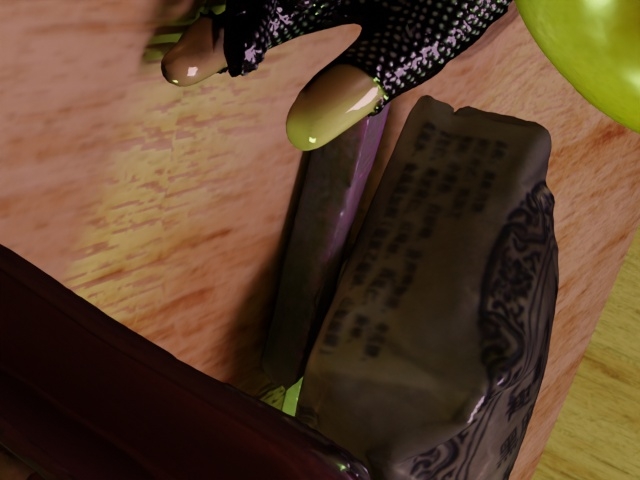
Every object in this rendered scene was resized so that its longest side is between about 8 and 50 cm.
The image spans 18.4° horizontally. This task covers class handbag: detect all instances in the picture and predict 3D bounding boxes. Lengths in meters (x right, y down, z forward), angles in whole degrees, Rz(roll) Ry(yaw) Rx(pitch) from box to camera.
[{"bbox_3d":[-0.068,0.097,0.739,0.074,0.203,0.216,-52,162,-17],"label":"handbag"}]

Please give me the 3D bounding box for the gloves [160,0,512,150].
[{"bbox_3d":[-0.003,-0.122,0.873,0.180,0.106,0.129,-26,147,-22],"label":"gloves"}]

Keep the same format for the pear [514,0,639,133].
[{"bbox_3d":[0.238,-0.236,0.981,0.362,0.362,0.418,95,17,-52],"label":"pear"}]

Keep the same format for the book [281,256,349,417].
[{"bbox_3d":[0.021,0.046,1.357,0.172,0.012,0.118,-49,157,-48],"label":"book"}]

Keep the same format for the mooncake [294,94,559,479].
[{"bbox_3d":[0.073,0.071,1.234,0.250,0.136,0.254,92,18,-54],"label":"mooncake"}]

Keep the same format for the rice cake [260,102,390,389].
[{"bbox_3d":[0.000,0.000,1.157,0.047,0.036,0.207,-36,148,-51],"label":"rice cake"}]
